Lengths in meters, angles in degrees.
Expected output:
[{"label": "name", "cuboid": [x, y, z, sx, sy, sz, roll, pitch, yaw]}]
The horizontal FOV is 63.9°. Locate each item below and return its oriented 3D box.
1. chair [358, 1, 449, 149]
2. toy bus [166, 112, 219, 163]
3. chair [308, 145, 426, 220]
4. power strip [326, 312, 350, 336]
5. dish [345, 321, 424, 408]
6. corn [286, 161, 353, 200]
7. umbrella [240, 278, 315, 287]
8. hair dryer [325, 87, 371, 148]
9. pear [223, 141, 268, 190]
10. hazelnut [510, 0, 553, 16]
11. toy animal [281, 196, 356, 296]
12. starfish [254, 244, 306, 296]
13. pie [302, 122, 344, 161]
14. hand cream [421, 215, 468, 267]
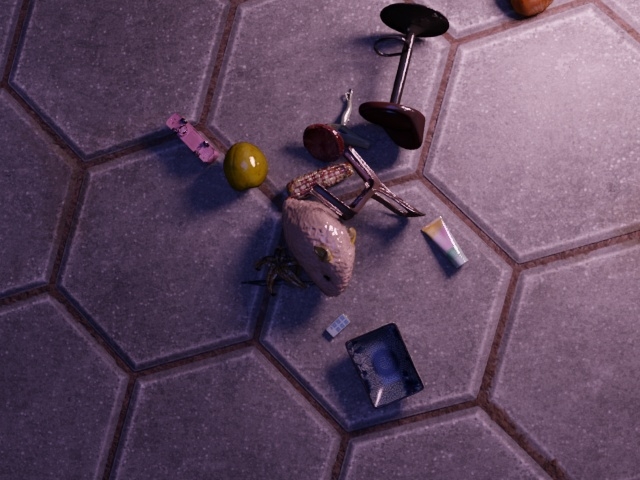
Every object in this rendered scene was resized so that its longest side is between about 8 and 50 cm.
[{"label": "chair", "cuboid": [0.256, -0.507, 1.628, 0.227, 0.226, 0.400, 12, 91, 7]}, {"label": "toy bus", "cuboid": [-0.438, -0.348, 1.771, 0.063, 0.090, 0.203, -45, 85, 3]}, {"label": "chair", "cuboid": [0.149, -0.121, 1.630, 0.326, 0.175, 0.183, 41, 86, -3]}, {"label": "power strip", "cuboid": [0.060, 0.287, 1.738, 0.090, 0.016, 0.040, -44, 85, 4]}, {"label": "dish", "cuboid": [0.210, 0.403, 1.687, 0.182, 0.080, 0.243, -25, 88, 6]}, {"label": "corn", "cuboid": [-0.002, -0.201, 1.730, 0.237, 0.079, 0.079, -20, 87, 3]}, {"label": "umbrella", "cuboid": [-0.143, 0.144, 1.761, 0.269, 0.044, 0.044, 0, 115, 15]}, {"label": "hair dryer", "cuboid": [0.118, -0.398, 1.740, 0.167, 0.067, 0.199, 33, 78, -3]}, {"label": "pear", "cuboid": [-0.250, -0.247, 1.721, 0.149, 0.149, 0.162, -5, 88, 6]}, {"label": "hazelnut", "cuboid": [0.679, -0.802, 1.642, 0.150, 0.150, 0.150, 0, 89, 6]}, {"label": "toy animal", "cuboid": [-0.004, -0.006, 1.648, 0.188, 0.226, 0.358, -31, 78, -33]}, {"label": "starfish", "cuboid": [-0.131, 0.109, 1.711, 0.146, 0.074, 0.190, -44, 66, -10]}, {"label": "pie", "cuboid": [0.010, -0.326, 1.708, 0.155, 0.154, 0.036, 27, 52, 6]}, {"label": "hand cream", "cuboid": [0.415, 0.010, 1.694, 0.076, 0.047, 0.174, -35, 77, 6]}]
